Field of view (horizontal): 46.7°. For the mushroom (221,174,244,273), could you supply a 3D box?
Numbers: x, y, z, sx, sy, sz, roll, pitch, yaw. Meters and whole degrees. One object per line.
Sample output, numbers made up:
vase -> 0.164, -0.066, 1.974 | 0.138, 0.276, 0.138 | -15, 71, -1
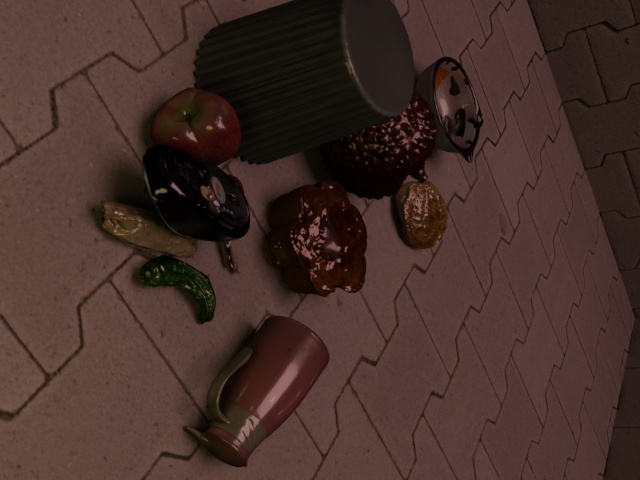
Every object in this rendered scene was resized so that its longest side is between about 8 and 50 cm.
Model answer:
mushroom -> -0.173, -0.030, 1.391 | 0.060, 0.061, 0.187 | -5, 98, -40

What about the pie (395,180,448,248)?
pie -> 0.261, -0.069, 1.956 | 0.163, 0.079, 0.193 | -43, 118, -38

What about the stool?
stool -> -0.021, -0.319, 1.416 | 0.297, 0.330, 0.297 | 15, 71, -51

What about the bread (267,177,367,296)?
bread -> -0.008, -0.006, 1.527 | 0.232, 0.135, 0.246 | -3, 85, -53

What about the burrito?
burrito -> -0.280, -0.019, 1.237 | 0.058, 0.063, 0.229 | 50, 16, 28

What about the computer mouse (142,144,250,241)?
computer mouse -> -0.215, -0.070, 1.233 | 0.233, 0.096, 0.137 | 30, 31, -47

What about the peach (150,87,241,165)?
peach -> -0.209, -0.184, 1.301 | 0.152, 0.152, 0.152 | 16, 70, -51

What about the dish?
dish -> 0.339, -0.366, 2.089 | 0.303, 0.120, 0.303 | 16, 69, -51

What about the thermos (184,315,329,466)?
thermos -> -0.113, 0.266, 1.323 | 0.265, 0.146, 0.176 | -52, 130, -38

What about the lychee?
lychee -> 0.125, -0.233, 1.645 | 0.304, 0.276, 0.275 | 37, 50, -13

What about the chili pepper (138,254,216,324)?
chili pepper -> -0.238, 0.076, 1.273 | 0.182, 0.050, 0.073 | 42, 44, -44
